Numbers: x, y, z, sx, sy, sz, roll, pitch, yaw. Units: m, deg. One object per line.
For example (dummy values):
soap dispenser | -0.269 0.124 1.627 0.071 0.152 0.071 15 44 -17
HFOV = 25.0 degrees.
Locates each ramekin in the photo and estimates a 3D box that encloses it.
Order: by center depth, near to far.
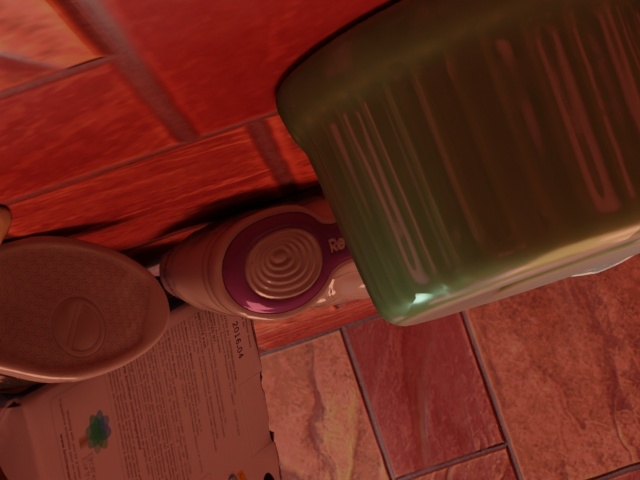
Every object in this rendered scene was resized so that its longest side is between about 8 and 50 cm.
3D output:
ramekin | 0.140 -0.060 0.823 0.303 0.148 0.303 -18 174 -2

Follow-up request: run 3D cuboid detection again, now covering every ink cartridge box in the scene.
ink cartridge box | -0.165 0.192 1.258 0.151 0.270 0.395 -2 -166 30

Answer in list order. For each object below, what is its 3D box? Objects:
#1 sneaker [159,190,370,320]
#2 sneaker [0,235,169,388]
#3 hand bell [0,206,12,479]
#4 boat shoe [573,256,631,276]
sneaker | 0.000 0.000 1.245 0.305 0.114 0.152 -8 -178 -39
sneaker | -0.261 0.068 1.028 0.295 0.105 0.147 -8 172 -36
hand bell | -0.215 0.113 0.870 0.126 0.242 0.126 -18 173 -2
boat shoe | 0.325 0.000 2.017 0.320 0.118 0.103 -12 179 7
